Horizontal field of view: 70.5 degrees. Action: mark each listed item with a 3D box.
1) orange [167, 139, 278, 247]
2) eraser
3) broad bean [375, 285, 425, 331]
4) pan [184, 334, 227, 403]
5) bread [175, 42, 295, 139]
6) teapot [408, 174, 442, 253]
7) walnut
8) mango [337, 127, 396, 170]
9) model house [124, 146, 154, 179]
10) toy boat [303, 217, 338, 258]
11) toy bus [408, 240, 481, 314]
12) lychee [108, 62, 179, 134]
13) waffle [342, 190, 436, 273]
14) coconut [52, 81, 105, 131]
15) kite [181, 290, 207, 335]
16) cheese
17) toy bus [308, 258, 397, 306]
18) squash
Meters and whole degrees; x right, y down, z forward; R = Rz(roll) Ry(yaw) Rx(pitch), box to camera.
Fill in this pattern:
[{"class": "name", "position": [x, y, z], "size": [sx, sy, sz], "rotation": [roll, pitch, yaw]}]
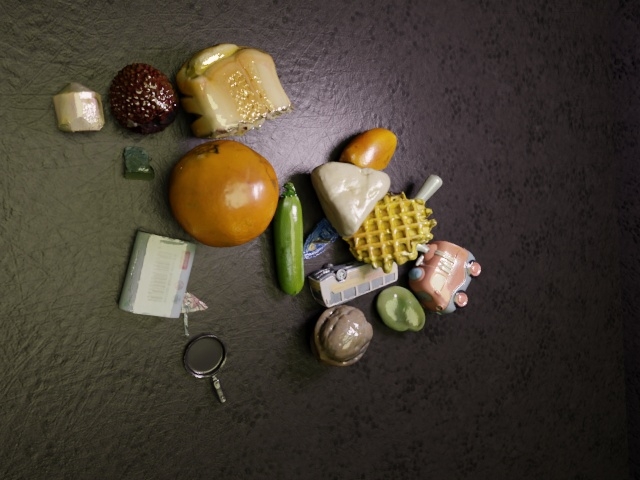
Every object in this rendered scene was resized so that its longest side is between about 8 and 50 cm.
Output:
[{"class": "orange", "position": [-0.269, -0.131, 1.278], "size": [0.313, 0.312, 0.311], "rotation": [-3, 96, -30]}, {"class": "eraser", "position": [-0.469, 0.098, 1.309], "size": [0.174, 0.081, 0.226], "rotation": [14, 88, -25]}, {"class": "broad bean", "position": [0.316, 0.268, 1.763], "size": [0.228, 0.100, 0.169], "rotation": [18, 78, -28]}, {"class": "pan", "position": [-0.348, 0.410, 1.434], "size": [0.136, 0.028, 0.234], "rotation": [-21, 101, -26]}, {"class": "bread", "position": [-0.267, -0.427, 1.315], "size": [0.316, 0.211, 0.270], "rotation": [-34, 102, -32]}, {"class": "teapot", "position": [0.320, -0.104, 1.700], "size": [0.220, 0.149, 0.317], "rotation": [8, 91, -31]}, {"class": "walnut", "position": [0.067, 0.332, 1.564], "size": [0.225, 0.224, 0.223], "rotation": [-3, 96, -30]}, {"class": "mango", "position": [0.182, -0.316, 1.618], "size": [0.252, 0.126, 0.153], "rotation": [-34, 118, -26]}, {"class": "model house", "position": [-0.510, -0.218, 1.277], "size": [0.079, 0.066, 0.083], "rotation": [-2, 77, -19]}, {"class": "toy boat", "position": [0.000, 0.000, 1.551], "size": [0.175, 0.110, 0.091], "rotation": [-47, 112, -16]}, {"class": "toy bus", "position": [0.470, 0.134, 1.790], "size": [0.232, 0.194, 0.287], "rotation": [34, 77, -19]}, {"class": "lychee", "position": [-0.473, -0.380, 1.214], "size": [0.188, 0.188, 0.187], "rotation": [-3, 96, -30]}, {"class": "waffle", "position": [0.232, -0.050, 1.589], "size": [0.312, 0.307, 0.060], "rotation": [-41, 157, -3]}, {"class": "coconut", "position": [-0.622, -0.343, 1.165], "size": [0.116, 0.116, 0.122], "rotation": [-12, 104, -28]}, {"class": "kite", "position": [-0.414, 0.219, 1.392], "size": [0.139, 0.011, 0.156], "rotation": [-5, 96, -27]}, {"class": "cheese", "position": [0.090, -0.174, 1.528], "size": [0.251, 0.173, 0.248], "rotation": [-44, 90, -11]}, {"class": "toy bus", "position": [0.123, 0.131, 1.644], "size": [0.343, 0.097, 0.137], "rotation": [-18, 110, -29]}, {"class": "squash", "position": [-0.104, -0.001, 1.498], "size": [0.102, 0.101, 0.377], "rotation": [-6, 101, -29]}]
